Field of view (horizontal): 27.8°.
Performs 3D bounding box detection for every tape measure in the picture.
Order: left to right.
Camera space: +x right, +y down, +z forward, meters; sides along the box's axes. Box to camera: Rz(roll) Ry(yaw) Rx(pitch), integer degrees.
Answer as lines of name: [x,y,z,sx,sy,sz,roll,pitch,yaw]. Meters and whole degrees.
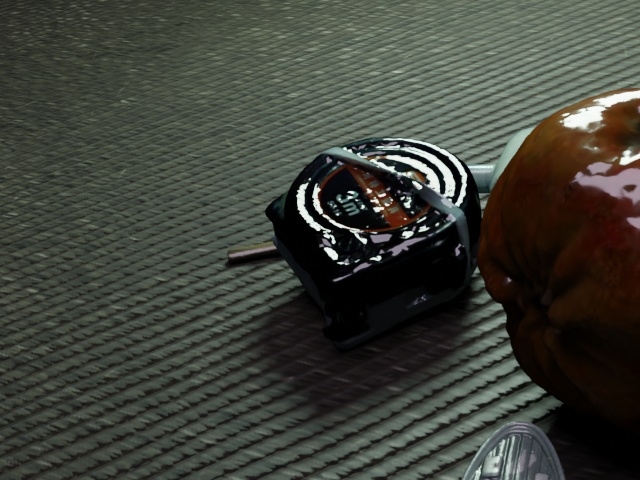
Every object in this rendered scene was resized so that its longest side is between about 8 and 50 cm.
tape measure: [0.054,-0.008,1.142,0.181,0.107,0.182,-18,39,-12]

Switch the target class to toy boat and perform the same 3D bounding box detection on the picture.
toy boat: [0.110,0.194,0.786,0.078,0.085,0.260,-2,30,17]

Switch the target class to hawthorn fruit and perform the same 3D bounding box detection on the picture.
hawthorn fruit: [0.243,0.012,0.921,0.262,0.258,0.258,7,18,-32]

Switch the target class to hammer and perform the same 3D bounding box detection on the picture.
hammer: [0.000,0.000,1.245,0.182,0.017,0.062,-12,28,1]
hammer: [0.142,-0.060,1.252,0.194,0.069,0.116,0,32,21]
